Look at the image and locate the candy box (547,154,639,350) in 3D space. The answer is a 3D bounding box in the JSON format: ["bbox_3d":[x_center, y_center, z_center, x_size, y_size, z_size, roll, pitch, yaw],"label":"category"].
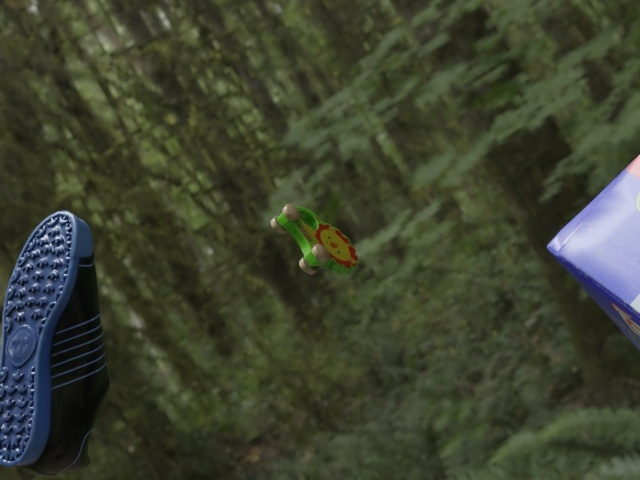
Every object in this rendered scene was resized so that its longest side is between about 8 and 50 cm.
[{"bbox_3d":[0.355,0.102,1.010,0.122,0.268,0.317,-48,-47,2],"label":"candy box"}]

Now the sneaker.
[{"bbox_3d":[-0.231,0.094,1.195,0.081,0.232,0.090,1,-14,36],"label":"sneaker"}]

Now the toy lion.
[{"bbox_3d":[0.000,0.000,1.606,0.034,0.100,0.096,-45,-19,29],"label":"toy lion"}]
